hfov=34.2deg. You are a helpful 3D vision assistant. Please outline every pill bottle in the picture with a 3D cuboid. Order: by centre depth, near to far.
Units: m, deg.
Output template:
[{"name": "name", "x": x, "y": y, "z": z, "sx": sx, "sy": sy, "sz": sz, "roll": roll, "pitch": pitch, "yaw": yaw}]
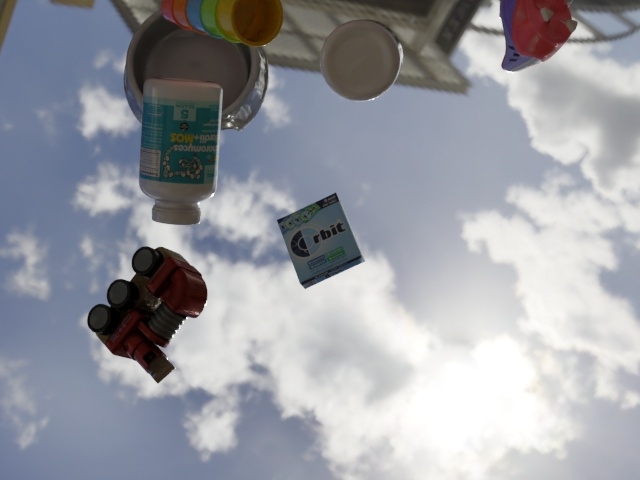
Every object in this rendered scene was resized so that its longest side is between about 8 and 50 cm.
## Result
[{"name": "pill bottle", "x": -0.260, "y": -0.165, "z": 1.925, "sx": 0.146, "sy": 0.264, "sz": 0.146, "roll": 4, "pitch": -169, "yaw": -1}, {"name": "pill bottle", "x": 0.087, "y": -0.361, "z": 2.063, "sx": 0.153, "sy": 0.153, "sz": 0.264, "roll": 30, "pitch": -166, "yaw": 0}]

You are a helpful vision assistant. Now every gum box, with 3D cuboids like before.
[{"name": "gum box", "x": 0.000, "y": 0.000, "z": 2.417, "sx": 0.184, "sy": 0.157, "sz": 0.041, "roll": 68, "pitch": -173, "yaw": 30}]

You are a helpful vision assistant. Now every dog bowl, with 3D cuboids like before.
[{"name": "dog bowl", "x": -0.296, "y": -0.400, "z": 2.436, "sx": 0.349, "sy": 0.348, "sz": 0.102, "roll": 35, "pitch": 170, "yaw": 7}]

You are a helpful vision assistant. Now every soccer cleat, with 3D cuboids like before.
[{"name": "soccer cleat", "x": 0.236, "y": -0.306, "z": 1.192, "sx": 0.083, "sy": 0.095, "sz": 0.248, "roll": 19, "pitch": -124, "yaw": -27}]

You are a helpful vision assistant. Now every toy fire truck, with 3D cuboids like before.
[{"name": "toy fire truck", "x": -0.296, "y": 0.155, "z": 1.931, "sx": 0.246, "sy": 0.217, "sz": 0.158, "roll": 42, "pitch": -174, "yaw": 30}]

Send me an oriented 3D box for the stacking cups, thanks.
[{"name": "stacking cups", "x": -0.181, "y": -0.385, "z": 1.718, "sx": 0.096, "sy": 0.096, "sz": 0.316, "roll": 5, "pitch": -167, "yaw": -35}]
